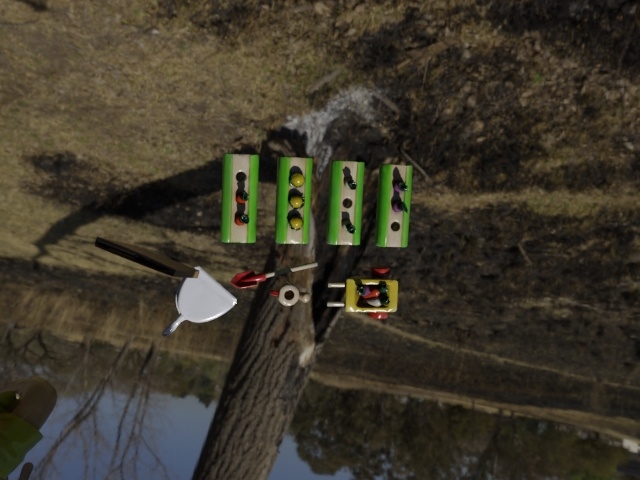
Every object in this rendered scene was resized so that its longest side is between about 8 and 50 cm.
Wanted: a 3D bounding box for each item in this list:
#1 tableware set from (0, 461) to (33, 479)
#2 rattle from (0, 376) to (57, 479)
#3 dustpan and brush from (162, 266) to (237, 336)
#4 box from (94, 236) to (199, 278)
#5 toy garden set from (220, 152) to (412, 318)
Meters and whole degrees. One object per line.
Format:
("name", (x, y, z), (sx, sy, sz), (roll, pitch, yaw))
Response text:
("tableware set", (-0.400, 0.320, 0.587), (0.128, 0.194, 0.039), (21, 144, -21))
("rattle", (-0.322, 0.141, 0.491), (0.143, 0.130, 0.200), (34, 175, -24))
("dustpan and brush", (-0.340, 0.180, 1.448), (0.147, 0.211, 0.060), (44, 179, -14))
("box", (-0.344, 0.039, 1.134), (0.165, 0.021, 0.201), (21, 175, 2))
("toy garden set", (0.000, 0.000, 0.696), (0.245, 0.203, 0.049), (1, -173, -14))
